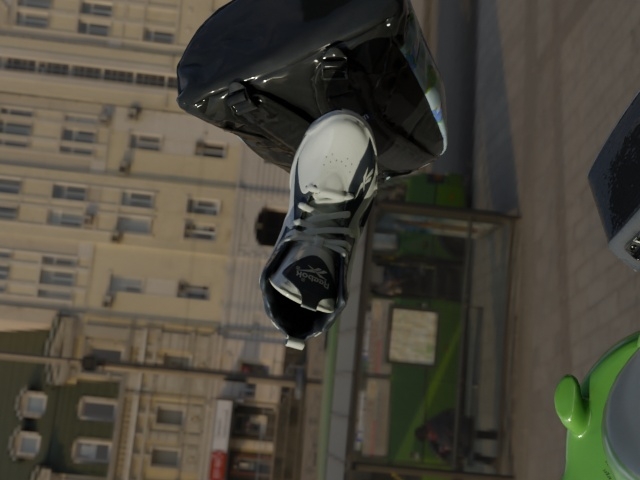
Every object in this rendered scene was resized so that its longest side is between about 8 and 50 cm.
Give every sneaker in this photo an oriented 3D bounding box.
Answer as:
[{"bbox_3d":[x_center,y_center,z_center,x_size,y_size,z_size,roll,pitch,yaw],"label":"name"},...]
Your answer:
[{"bbox_3d":[0.000,0.000,0.858,0.153,0.094,0.235,-93,24,-66],"label":"sneaker"}]

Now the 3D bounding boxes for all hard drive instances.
[{"bbox_3d":[0.375,-0.109,0.943,0.172,0.054,0.255,-87,18,-48],"label":"hard drive"}]

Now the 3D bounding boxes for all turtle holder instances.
[{"bbox_3d":[0.411,0.250,1.013,0.243,0.227,0.320,30,98,44],"label":"turtle holder"}]

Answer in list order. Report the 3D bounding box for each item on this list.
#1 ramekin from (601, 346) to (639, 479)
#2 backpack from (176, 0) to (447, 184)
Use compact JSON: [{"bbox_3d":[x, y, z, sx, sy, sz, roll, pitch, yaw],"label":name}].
[{"bbox_3d":[0.354,0.148,0.630,0.148,0.303,0.303,59,-172,-17],"label":"ramekin"},{"bbox_3d":[0.028,-0.193,1.123,0.355,0.290,0.273,45,-148,-47],"label":"backpack"}]
